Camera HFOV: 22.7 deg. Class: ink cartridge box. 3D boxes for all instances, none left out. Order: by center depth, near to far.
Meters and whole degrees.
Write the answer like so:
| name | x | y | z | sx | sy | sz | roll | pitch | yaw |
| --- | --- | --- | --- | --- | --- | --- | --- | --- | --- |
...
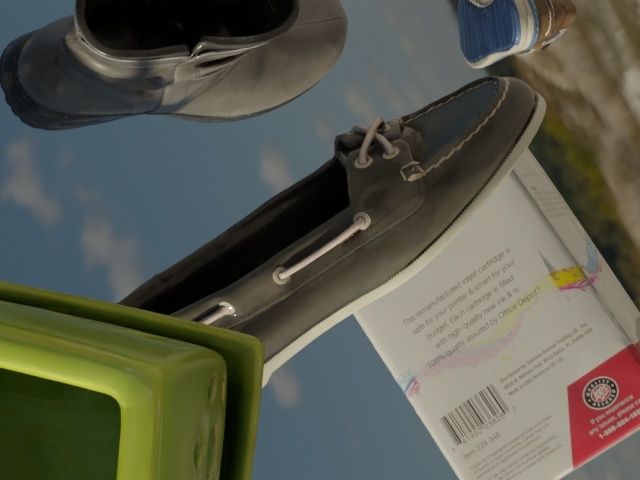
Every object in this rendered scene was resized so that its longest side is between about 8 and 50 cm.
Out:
| name | x | y | z | sx | sy | sz | roll | pitch | yaw |
| --- | --- | --- | --- | --- | --- | --- | --- | --- | --- |
| ink cartridge box | 0.187 | 0.087 | 1.583 | 0.306 | 0.226 | 0.131 | 59 | -160 | 12 |

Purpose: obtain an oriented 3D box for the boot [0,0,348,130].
| name | x | y | z | sx | sy | sz | roll | pitch | yaw |
| --- | --- | --- | --- | --- | --- | --- | --- | --- | --- |
| boot | -0.073 | -0.164 | 1.288 | 0.222 | 0.338 | 0.118 | -16 | 92 | 57 |

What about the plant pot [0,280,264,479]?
| name | x | y | z | sx | sy | sz | roll | pitch | yaw |
| --- | --- | --- | --- | --- | --- | --- | --- | --- | --- |
| plant pot | -0.148 | 0.130 | 0.724 | 0.207 | 0.227 | 0.228 | -13 | -68 | -74 |

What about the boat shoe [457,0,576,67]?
| name | x | y | z | sx | sy | sz | roll | pitch | yaw |
| --- | --- | --- | --- | --- | --- | --- | --- | --- | --- |
| boat shoe | 0.169 | -0.185 | 1.383 | 0.183 | 0.066 | 0.066 | -148 | 50 | -75 |

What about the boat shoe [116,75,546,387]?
| name | x | y | z | sx | sy | sz | roll | pitch | yaw |
| --- | --- | --- | --- | --- | --- | --- | --- | --- | --- |
| boat shoe | -0.007 | -0.004 | 1.020 | 0.095 | 0.335 | 0.112 | 45 | -168 | -19 |
